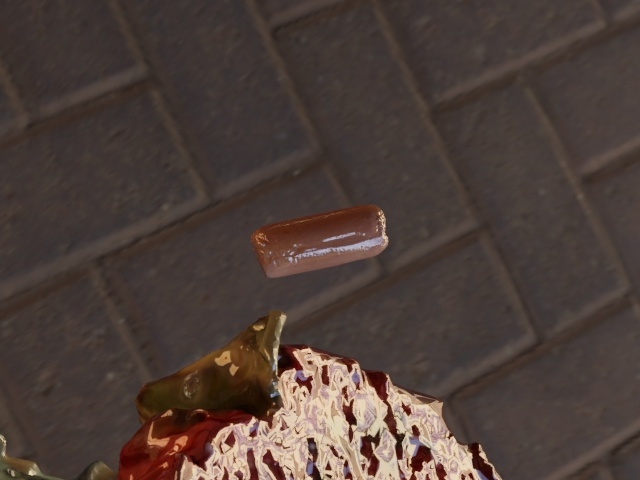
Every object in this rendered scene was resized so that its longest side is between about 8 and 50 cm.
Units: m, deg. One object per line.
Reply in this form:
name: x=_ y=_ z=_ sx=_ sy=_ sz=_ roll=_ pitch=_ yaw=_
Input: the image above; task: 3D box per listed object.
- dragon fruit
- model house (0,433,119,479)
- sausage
dragon fruit: x=-0.012 y=0.080 z=0.367 sx=0.162 sy=0.083 sz=0.106 roll=29 pitch=53 yaw=-40
model house: x=-0.113 y=0.215 z=1.036 sx=0.325 sy=0.267 sz=0.194 roll=14 pitch=74 yaw=0
sausage: x=0.000 y=0.000 z=1.051 sx=0.083 sy=0.034 sz=0.034 roll=-13 pitch=80 yaw=-6
